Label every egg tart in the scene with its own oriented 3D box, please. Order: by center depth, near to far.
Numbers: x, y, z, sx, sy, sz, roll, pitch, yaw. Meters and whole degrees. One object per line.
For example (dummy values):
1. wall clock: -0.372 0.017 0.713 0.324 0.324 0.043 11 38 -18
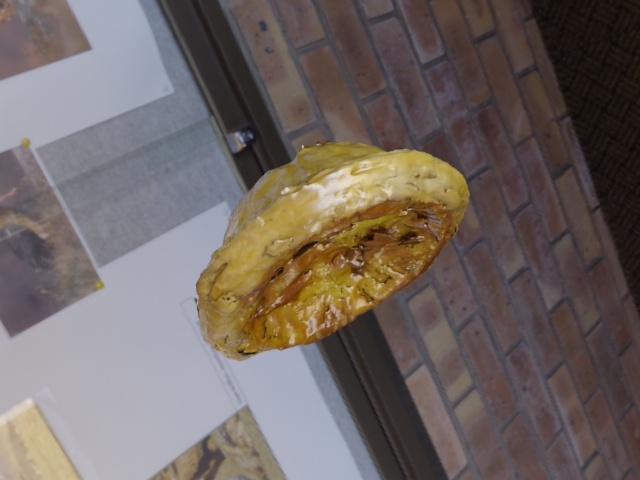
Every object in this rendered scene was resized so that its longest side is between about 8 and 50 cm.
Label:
1. egg tart: 0.000 0.000 0.616 0.115 0.290 0.290 58 150 24
